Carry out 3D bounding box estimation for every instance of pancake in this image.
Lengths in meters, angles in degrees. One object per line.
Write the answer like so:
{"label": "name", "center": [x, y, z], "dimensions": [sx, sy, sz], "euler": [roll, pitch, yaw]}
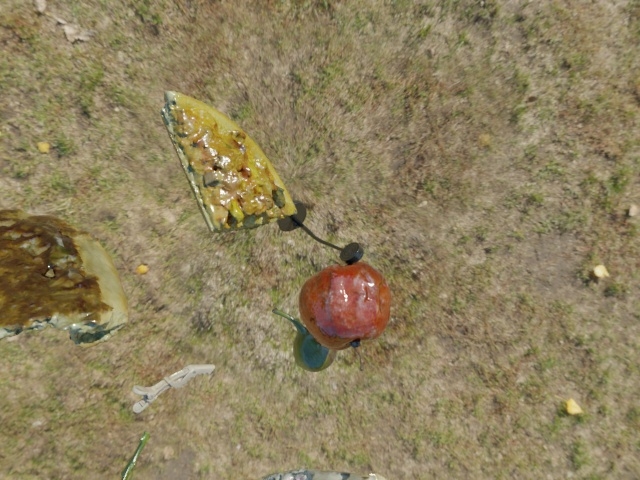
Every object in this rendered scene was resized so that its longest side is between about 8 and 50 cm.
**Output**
{"label": "pancake", "center": [-0.321, 0.056, 0.459], "dimensions": [0.266, 0.244, 0.057], "euler": [19, 127, 26]}

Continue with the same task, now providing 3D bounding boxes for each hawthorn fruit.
{"label": "hawthorn fruit", "center": [0.072, 0.195, 1.207], "dimensions": [0.242, 0.242, 0.271], "euler": [-7, 67, -2]}

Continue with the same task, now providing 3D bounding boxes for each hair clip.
{"label": "hair clip", "center": [-0.373, 0.355, 1.211], "dimensions": [0.226, 0.034, 0.072], "euler": [-23, 124, -36]}

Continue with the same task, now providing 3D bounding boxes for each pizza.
{"label": "pizza", "center": [-0.164, -0.152, 0.915], "dimensions": [0.087, 0.258, 0.268], "euler": [-26, 88, 22]}

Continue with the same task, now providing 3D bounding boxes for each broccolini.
{"label": "broccolini", "center": [-0.361, 0.453, 0.877], "dimensions": [0.052, 0.194, 0.054], "euler": [-9, 142, 11]}

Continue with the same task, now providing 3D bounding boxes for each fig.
{"label": "fig", "center": [-0.054, 0.296, 1.480], "dimensions": [0.149, 0.149, 0.245], "euler": [-36, 104, 2]}

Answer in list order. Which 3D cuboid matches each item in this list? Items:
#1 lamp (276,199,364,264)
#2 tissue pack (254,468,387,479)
{"label": "lamp", "center": [-0.021, -0.026, 1.392], "dimensions": [0.130, 0.371, 0.108], "euler": [-42, 124, -4]}
{"label": "tissue pack", "center": [0.035, 0.294, 0.408], "dimensions": [0.186, 0.090, 0.222], "euler": [-27, 111, 37]}
